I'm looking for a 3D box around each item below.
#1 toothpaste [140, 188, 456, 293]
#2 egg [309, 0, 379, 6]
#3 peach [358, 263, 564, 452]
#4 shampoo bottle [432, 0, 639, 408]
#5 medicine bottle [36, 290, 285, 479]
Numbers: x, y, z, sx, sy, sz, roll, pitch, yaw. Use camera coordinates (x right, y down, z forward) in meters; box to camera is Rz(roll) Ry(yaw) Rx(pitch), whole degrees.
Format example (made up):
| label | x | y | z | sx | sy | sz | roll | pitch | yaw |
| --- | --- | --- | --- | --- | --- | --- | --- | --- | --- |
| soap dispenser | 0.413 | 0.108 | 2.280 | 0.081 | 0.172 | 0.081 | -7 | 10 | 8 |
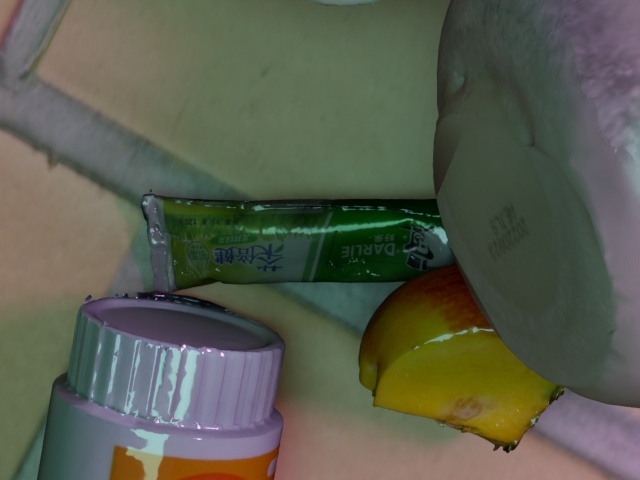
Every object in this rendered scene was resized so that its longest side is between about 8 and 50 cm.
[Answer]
| label | x | y | z | sx | sy | sz | roll | pitch | yaw |
| --- | --- | --- | --- | --- | --- | --- | --- | --- | --- |
| toothpaste | 0.000 | 0.000 | 1.047 | 0.248 | 0.047 | 0.078 | -1 | 113 | 10 |
| egg | 0.040 | -0.320 | 0.923 | 0.337 | 0.201 | 0.337 | 13 | 119 | 24 |
| peach | 0.097 | 0.068 | 0.996 | 0.151 | 0.151 | 0.118 | 16 | 77 | 7 |
| shampoo bottle | 0.230 | -0.065 | 0.856 | 0.317 | 0.322 | 0.322 | -13 | 95 | -11 |
| medicine bottle | -0.119 | 0.204 | 1.030 | 0.158 | 0.158 | 0.318 | 11 | 99 | 7 |
